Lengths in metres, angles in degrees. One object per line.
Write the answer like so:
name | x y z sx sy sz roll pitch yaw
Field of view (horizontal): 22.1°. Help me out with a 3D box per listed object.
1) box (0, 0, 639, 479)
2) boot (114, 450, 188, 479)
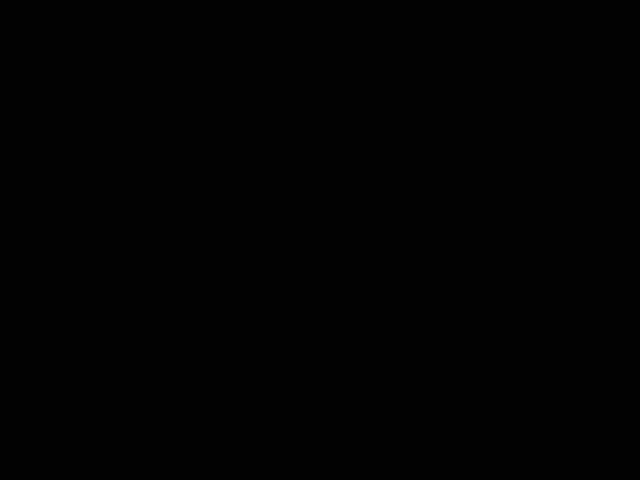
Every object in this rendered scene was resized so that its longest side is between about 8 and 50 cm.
box | 0.128 0.046 0.200 0.480 0.297 0.472 25 149 43
boot | -0.049 -0.080 0.424 0.109 0.283 0.220 10 141 5
